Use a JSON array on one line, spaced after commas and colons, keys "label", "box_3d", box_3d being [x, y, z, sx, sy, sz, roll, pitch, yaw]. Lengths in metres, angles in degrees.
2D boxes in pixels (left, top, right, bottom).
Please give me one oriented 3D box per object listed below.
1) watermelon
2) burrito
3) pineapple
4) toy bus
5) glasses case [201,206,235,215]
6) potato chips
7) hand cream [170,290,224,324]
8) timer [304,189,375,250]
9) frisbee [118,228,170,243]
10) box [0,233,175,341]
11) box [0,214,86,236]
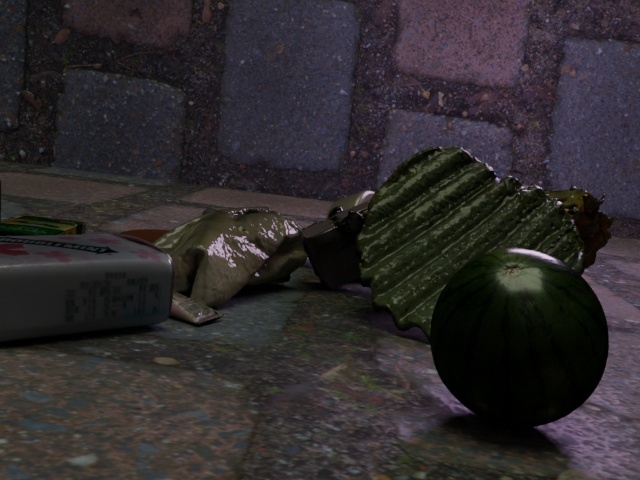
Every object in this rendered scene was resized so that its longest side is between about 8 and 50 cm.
[{"label": "watermelon", "box_3d": [0.212, 0.112, 0.876, 0.188, 0.215, 0.188, -11, 38, 8]}, {"label": "burrito", "box_3d": [-0.170, 0.022, 1.355, 0.190, 0.135, 0.332, 18, 15, 24]}, {"label": "pineapple", "box_3d": [0.410, 0.059, 1.579, 0.344, 0.209, 0.286, -1, -36, 49]}, {"label": "toy bus", "box_3d": [0.126, -0.023, 1.512, 0.317, 0.138, 0.112, -21, 14, -5]}, {"label": "glasses case", "box_3d": [-0.191, -0.032, 1.909, 0.122, 0.075, 0.314, 9, 6, -24]}, {"label": "potato chips", "box_3d": [0.233, 0.000, 1.331, 0.358, 0.070, 0.429, 34, 51, 27]}, {"label": "hand cream", "box_3d": [-0.211, 0.091, 1.175, 0.143, 0.039, 0.061, 20, 14, 27]}, {"label": "timer", "box_3d": [0.000, 0.000, 1.702, 0.266, 0.175, 0.175, -8, -1, 31]}, {"label": "frisbee", "box_3d": [-0.313, 0.004, 1.761, 0.250, 0.021, 0.251, 8, 8, -1]}, {"label": "box", "box_3d": [-0.384, 0.052, 1.011, 0.190, 0.112, 0.369, 12, 9, 42]}, {"label": "box", "box_3d": [-0.566, -0.017, 1.634, 0.132, 0.034, 0.235, 7, 7, 0]}]
